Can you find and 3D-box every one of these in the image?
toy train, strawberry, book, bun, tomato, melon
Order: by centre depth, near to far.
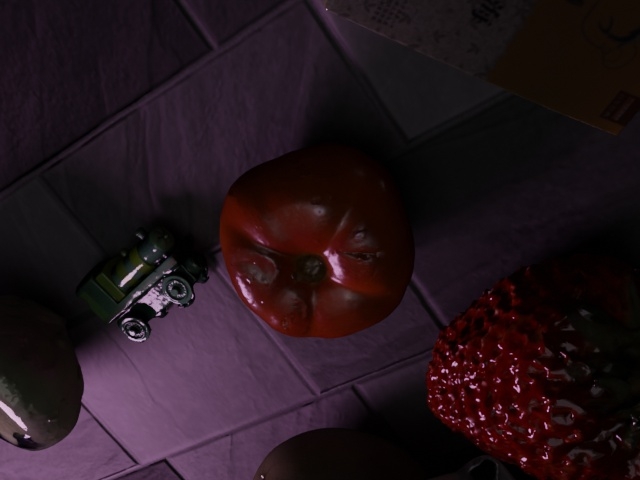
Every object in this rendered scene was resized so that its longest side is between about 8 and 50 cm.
[{"bbox_3d":[0.229,-0.277,0.876,0.389,0.032,0.269,18,128,-17],"label":"book"},{"bbox_3d":[0.004,-0.002,1.081,0.259,0.180,0.260,6,123,9],"label":"tomato"},{"bbox_3d":[0.282,0.188,1.085,0.351,0.267,0.312,-22,97,44],"label":"strawberry"},{"bbox_3d":[-0.254,0.058,1.246,0.132,0.083,0.200,45,120,-10],"label":"toy train"},{"bbox_3d":[0.053,0.425,1.278,0.330,0.268,0.268,30,124,-13],"label":"melon"},{"bbox_3d":[-0.477,0.179,1.324,0.293,0.187,0.293,23,143,19],"label":"bun"}]

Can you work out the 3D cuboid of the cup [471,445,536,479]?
[{"bbox_3d":[0.269,0.423,1.257,0.255,0.178,0.256,-8,122,-5],"label":"cup"}]

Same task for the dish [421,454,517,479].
[{"bbox_3d":[0.183,0.436,1.082,0.303,0.120,0.303,-1,112,-2],"label":"dish"}]
